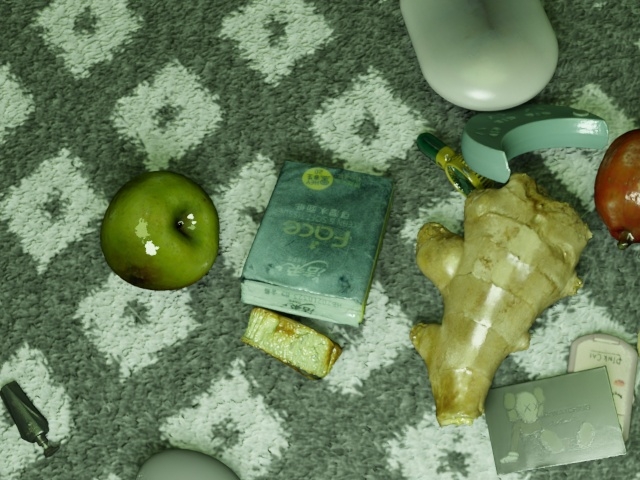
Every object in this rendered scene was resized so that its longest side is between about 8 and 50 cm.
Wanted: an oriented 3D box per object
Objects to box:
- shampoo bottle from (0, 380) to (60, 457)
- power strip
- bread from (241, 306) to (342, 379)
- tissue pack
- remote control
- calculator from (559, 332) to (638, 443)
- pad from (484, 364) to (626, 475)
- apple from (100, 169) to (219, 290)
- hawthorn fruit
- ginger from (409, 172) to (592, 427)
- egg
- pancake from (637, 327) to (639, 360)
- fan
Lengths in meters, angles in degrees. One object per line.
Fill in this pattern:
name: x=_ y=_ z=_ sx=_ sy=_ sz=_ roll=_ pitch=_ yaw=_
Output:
shampoo bottle: x=-0.467 y=0.287 z=1.457 sx=0.048 sy=0.027 sz=0.137 roll=-39 pitch=73 yaw=-1
power strip: x=0.320 y=-0.162 z=1.398 sx=0.253 sy=0.054 sz=0.167 roll=-21 pitch=34 yaw=-29
bread: x=-0.045 y=0.156 z=1.379 sx=0.140 sy=0.128 sz=0.069 roll=25 pitch=84 yaw=19
tissue pack: x=0.000 y=0.000 z=1.393 sx=0.185 sy=0.081 sz=0.257 roll=10 pitch=49 yaw=9
remote control: x=0.254 y=-0.350 z=1.477 sx=0.221 sy=0.103 sz=0.332 roll=-13 pitch=65 yaw=-2
calculator: x=0.410 y=0.223 z=1.344 sx=0.100 sy=0.032 sz=0.174 roll=9 pitch=77 yaw=11
pad: x=0.337 y=0.264 z=1.332 sx=0.190 sy=0.004 sz=0.127 roll=-16 pitch=72 yaw=20
apple: x=-0.253 y=-0.012 z=1.430 sx=0.157 sy=0.196 sz=0.196 roll=-8 pitch=71 yaw=38
hawthorn fruit: x=0.481 y=-0.072 z=1.344 sx=0.169 sy=0.169 sz=0.188 roll=30 pitch=70 yaw=15
ginger: x=0.229 y=0.076 z=1.345 sx=0.236 sy=0.166 sz=0.375 roll=38 pitch=76 yaw=0
egg: x=-0.184 y=0.385 z=1.327 sx=0.199 sy=0.146 sz=0.146 roll=38 pitch=83 yaw=23
pancake: x=0.544 y=0.160 z=1.345 sx=0.158 sy=0.028 sz=0.158 roll=-1 pitch=77 yaw=6
fan: x=0.212 y=-0.124 z=1.451 sx=0.039 sy=0.082 sz=0.155 roll=-42 pitch=62 yaw=-9
